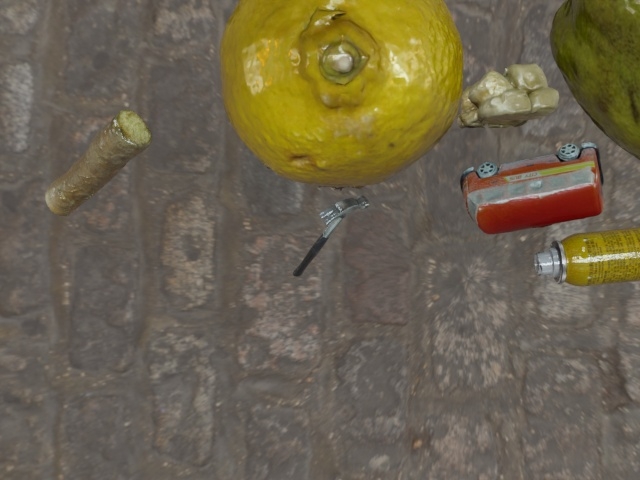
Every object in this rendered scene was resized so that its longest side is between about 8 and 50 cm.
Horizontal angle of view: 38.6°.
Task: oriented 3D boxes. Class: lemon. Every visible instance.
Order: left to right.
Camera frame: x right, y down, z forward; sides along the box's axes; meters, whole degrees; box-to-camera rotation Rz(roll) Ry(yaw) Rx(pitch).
[{"bbox_3d":[0.014,-0.132,0.699,0.188,0.257,0.188,0,104,0],"label":"lemon"}]

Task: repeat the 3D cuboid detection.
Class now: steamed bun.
[{"bbox_3d":[0.371,-0.285,1.804,0.192,0.177,0.106,-5,88,-7],"label":"steamed bun"}]

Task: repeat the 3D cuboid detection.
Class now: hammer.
[{"bbox_3d":[0.000,0.000,1.842,0.029,0.103,0.246,55,133,19],"label":"hammer"}]

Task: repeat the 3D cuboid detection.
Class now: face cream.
[{"bbox_3d":[0.582,0.029,1.739,0.348,0.105,0.105,-6,87,-2],"label":"face cream"}]

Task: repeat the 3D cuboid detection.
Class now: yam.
[{"bbox_3d":[-0.413,-0.133,1.663,0.356,0.081,0.081,-29,82,47],"label":"yam"}]

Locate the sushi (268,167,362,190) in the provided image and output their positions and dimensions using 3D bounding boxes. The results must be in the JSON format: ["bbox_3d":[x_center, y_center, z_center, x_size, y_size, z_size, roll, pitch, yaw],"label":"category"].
[{"bbox_3d":[0.028,-0.174,1.305,0.204,0.213,0.200,13,98,-29],"label":"sushi"}]

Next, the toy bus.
[{"bbox_3d":[0.398,-0.089,1.717,0.265,0.121,0.120,-10,47,16],"label":"toy bus"}]

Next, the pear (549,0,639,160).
[{"bbox_3d":[0.442,-0.217,0.897,0.413,0.352,0.352,21,91,33],"label":"pear"}]
